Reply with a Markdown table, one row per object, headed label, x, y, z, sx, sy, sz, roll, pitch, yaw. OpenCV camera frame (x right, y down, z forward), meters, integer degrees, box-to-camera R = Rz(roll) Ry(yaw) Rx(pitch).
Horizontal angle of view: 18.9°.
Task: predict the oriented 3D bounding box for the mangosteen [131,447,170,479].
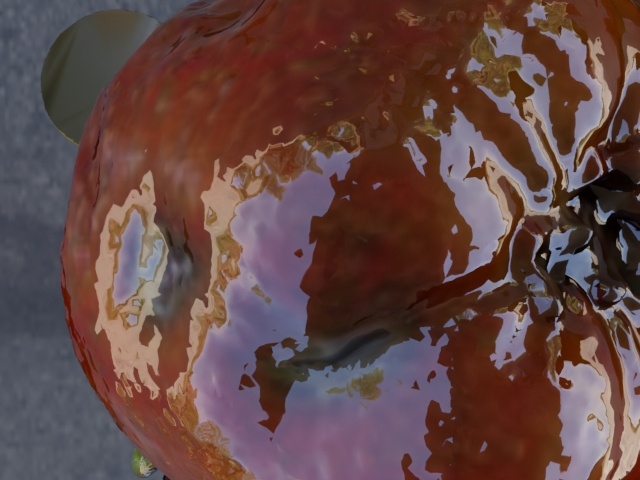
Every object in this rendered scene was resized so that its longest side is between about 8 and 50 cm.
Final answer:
| label | x | y | z | sx | sy | sz | roll | pitch | yaw |
| --- | --- | --- | --- | --- | --- | --- | --- | --- | --- |
| mangosteen | -0.085 | 0.219 | 1.817 | 0.180 | 0.166 | 0.166 | 43 | 116 | 7 |

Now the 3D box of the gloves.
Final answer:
| label | x | y | z | sx | sy | sz | roll | pitch | yaw |
| --- | --- | --- | --- | --- | --- | --- | --- | --- | --- |
| gloves | -0.129 | -0.088 | 1.622 | 0.116 | 0.133 | 0.294 | -26 | 160 | 5 |

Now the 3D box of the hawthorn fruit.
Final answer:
| label | x | y | z | sx | sy | sz | roll | pitch | yaw |
| --- | --- | --- | --- | --- | --- | --- | --- | --- | --- |
| hawthorn fruit | 0.000 | 0.000 | 0.612 | 0.243 | 0.207 | 0.207 | 4 | 145 | 45 |
